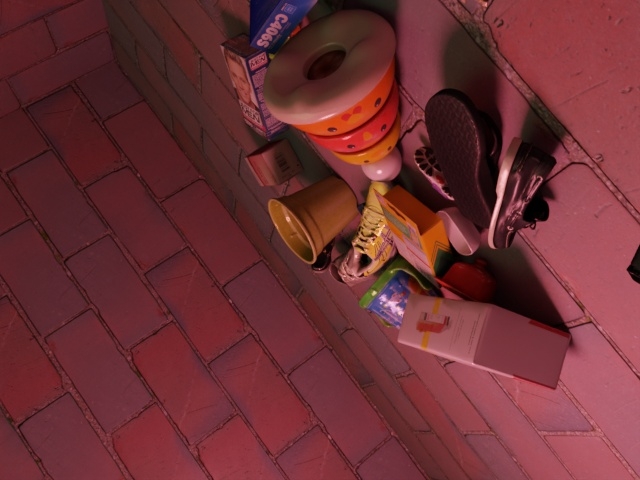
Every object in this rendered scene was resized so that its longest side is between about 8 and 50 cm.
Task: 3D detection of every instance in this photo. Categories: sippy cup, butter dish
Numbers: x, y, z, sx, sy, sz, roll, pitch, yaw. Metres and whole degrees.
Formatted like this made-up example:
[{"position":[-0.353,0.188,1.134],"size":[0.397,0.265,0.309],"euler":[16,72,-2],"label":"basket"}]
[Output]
[{"position":[0.286,0.201,2.032],"size":[0.224,0.240,0.305],"euler":[42,-178,8],"label":"sippy cup"},{"position":[0.427,0.106,1.669],"size":[0.160,0.118,0.160],"euler":[31,-171,37],"label":"butter dish"}]

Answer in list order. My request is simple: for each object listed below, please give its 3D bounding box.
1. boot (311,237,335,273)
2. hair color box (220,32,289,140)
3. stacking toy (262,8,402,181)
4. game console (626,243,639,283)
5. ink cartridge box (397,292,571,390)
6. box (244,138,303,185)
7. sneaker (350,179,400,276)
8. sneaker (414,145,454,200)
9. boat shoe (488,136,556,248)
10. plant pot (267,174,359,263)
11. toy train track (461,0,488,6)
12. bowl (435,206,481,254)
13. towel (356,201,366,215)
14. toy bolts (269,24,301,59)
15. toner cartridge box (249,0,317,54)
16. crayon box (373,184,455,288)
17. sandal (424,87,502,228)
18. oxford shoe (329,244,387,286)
[{"position":[-0.001,-0.001,2.412],"size":[0.085,0.236,0.178],"euler":[1,132,15],"label":"boot"},{"position":[-0.236,-0.555,2.172],"size":[0.174,0.105,0.347],"euler":[39,155,39],"label":"hair color box"},{"position":[0.106,-0.320,1.567],"size":[0.350,0.350,0.480],"euler":[37,173,43],"label":"stacking toy"},{"position":[0.670,0.065,1.154],"size":[0.122,0.071,0.107],"euler":[39,-174,41],"label":"game console"},{"position":[0.434,0.269,1.653],"size":[0.279,0.160,0.385],"euler":[20,173,-20],"label":"ink cartridge box"},{"position":[-0.194,-0.315,2.442],"size":[0.148,0.127,0.232],"euler":[60,161,-15],"label":"box"},{"position":[0.181,-0.030,1.893],"size":[0.145,0.147,0.384],"euler":[29,137,29],"label":"sneaker"},{"position":[0.301,-0.170,1.576],"size":[0.170,0.068,0.071],"euler":[54,167,1],"label":"sneaker"},{"position":[0.444,-0.080,1.301],"size":[0.113,0.127,0.340],"euler":[20,145,22],"label":"boat shoe"},{"position":[-0.009,-0.099,2.159],"size":[0.276,0.254,0.276],"euler":[46,160,22],"label":"plant pot"},{"position":[0.290,-0.475,1.159],"size":[0.083,0.014,0.048],"euler":[43,158,30],"label":"toy train track"},{"position":[0.376,-0.033,1.608],"size":[0.142,0.053,0.142],"euler":[56,178,0],"label":"bowl"},{"position":[0.171,-0.076,2.027],"size":[0.119,0.029,0.067],"euler":[58,160,-6],"label":"towel"},{"position":[-0.041,-0.543,1.750],"size":[0.218,0.158,0.228],"euler":[3,127,15],"label":"toy bolts"},{"position":[-0.056,-0.606,1.379],"size":[0.348,0.075,0.165],"euler":[-34,52,50],"label":"toner cartridge box"},{"position":[0.282,-0.023,1.739],"size":[0.203,0.083,0.323],"euler":[46,171,41],"label":"crayon box"},{"position":[0.349,-0.200,1.381],"size":[0.167,0.107,0.445],"euler":[38,168,38],"label":"sandal"},{"position":[0.138,0.102,2.306],"size":[0.169,0.130,0.449],"euler":[56,164,-1],"label":"oxford shoe"}]
